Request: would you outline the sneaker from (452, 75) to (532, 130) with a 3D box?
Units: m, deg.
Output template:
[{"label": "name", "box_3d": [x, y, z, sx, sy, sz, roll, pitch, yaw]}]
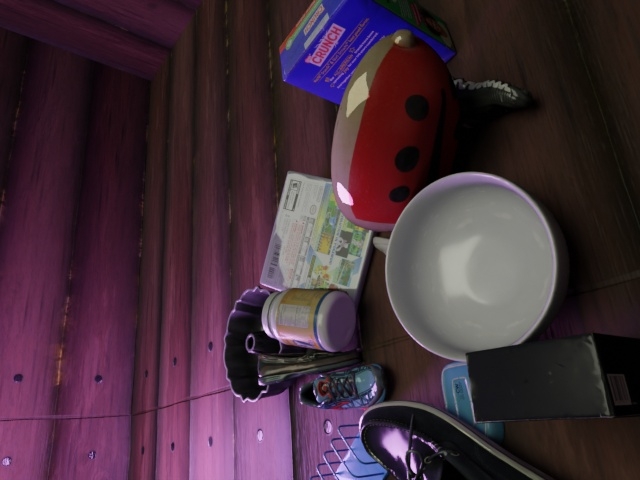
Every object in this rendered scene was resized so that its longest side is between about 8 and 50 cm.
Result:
[{"label": "sneaker", "box_3d": [0.330, -0.275, 1.046, 0.234, 0.078, 0.106, 35, 111, 56]}]

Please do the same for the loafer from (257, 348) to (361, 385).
[{"label": "loafer", "box_3d": [-0.036, 0.295, 1.263, 0.268, 0.096, 0.084, -16, 73, 12]}]

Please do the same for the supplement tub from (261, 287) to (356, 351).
[{"label": "supplement tub", "box_3d": [-0.030, 0.191, 1.248, 0.200, 0.144, 0.144, 0, 80, 36]}]

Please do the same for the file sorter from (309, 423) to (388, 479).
[{"label": "file sorter", "box_3d": [0.067, 0.514, 1.143, 0.118, 0.105, 0.170, 45, 116, 48]}]

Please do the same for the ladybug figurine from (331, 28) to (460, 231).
[{"label": "ladybug figurine", "box_3d": [0.165, -0.189, 1.022, 0.162, 0.305, 0.449, 35, 148, 33]}]

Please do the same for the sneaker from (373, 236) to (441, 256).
[{"label": "sneaker", "box_3d": [0.192, 0.045, 1.144, 0.212, 0.080, 0.094, 20, 108, 52]}]

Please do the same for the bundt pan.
[{"label": "bundt pan", "box_3d": [-0.154, 0.303, 1.484, 0.331, 0.124, 0.330, -20, 64, 48]}]

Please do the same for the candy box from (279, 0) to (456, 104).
[{"label": "candy box", "box_3d": [0.106, -0.446, 1.187, 0.268, 0.317, 0.122, -39, 51, 41]}]

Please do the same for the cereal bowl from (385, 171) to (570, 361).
[{"label": "cereal bowl", "box_3d": [0.291, 0.051, 0.932, 0.339, 0.141, 0.338, -12, 73, 45]}]

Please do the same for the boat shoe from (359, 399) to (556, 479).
[{"label": "boat shoe", "box_3d": [0.222, 0.426, 0.889, 0.500, 0.156, 0.186, 14, 115, 53]}]

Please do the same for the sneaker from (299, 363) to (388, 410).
[{"label": "sneaker", "box_3d": [0.046, 0.358, 1.197, 0.262, 0.125, 0.104, -34, 56, 44]}]

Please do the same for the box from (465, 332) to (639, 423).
[{"label": "box", "box_3d": [0.361, 0.197, 0.707, 0.184, 0.261, 0.103, -29, 58, 46]}]

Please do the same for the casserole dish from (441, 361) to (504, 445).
[{"label": "casserole dish", "box_3d": [0.283, 0.309, 0.971, 0.114, 0.037, 0.188, -29, 57, 46]}]

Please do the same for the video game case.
[{"label": "video game case", "box_3d": [0.000, 0.000, 1.346, 0.300, 0.036, 0.328, 16, 93, 30]}]
